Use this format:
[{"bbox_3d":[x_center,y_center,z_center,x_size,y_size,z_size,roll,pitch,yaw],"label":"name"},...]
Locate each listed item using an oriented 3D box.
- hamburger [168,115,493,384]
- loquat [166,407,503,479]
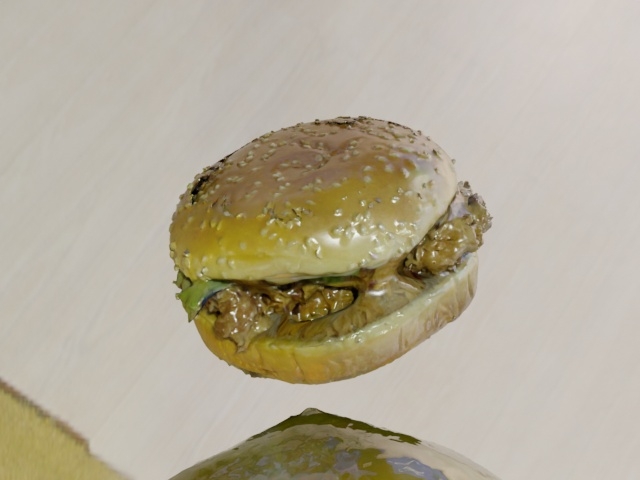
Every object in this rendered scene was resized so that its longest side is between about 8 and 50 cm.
[{"bbox_3d":[0.009,-0.003,0.847,0.191,0.118,0.182,-1,33,20],"label":"hamburger"},{"bbox_3d":[0.021,0.201,0.618,0.213,0.213,0.246,-21,57,-19],"label":"loquat"}]
